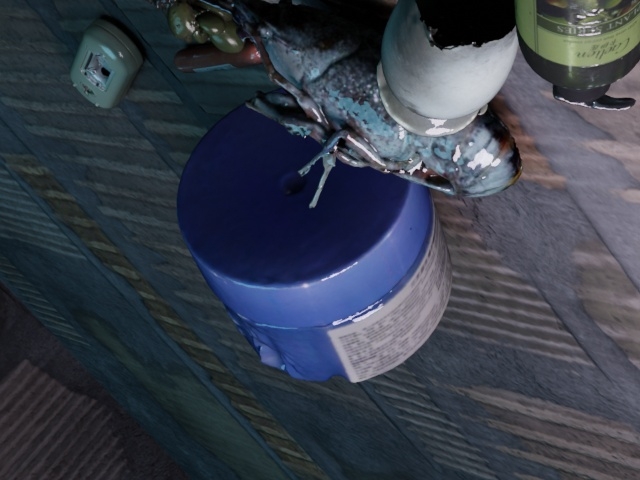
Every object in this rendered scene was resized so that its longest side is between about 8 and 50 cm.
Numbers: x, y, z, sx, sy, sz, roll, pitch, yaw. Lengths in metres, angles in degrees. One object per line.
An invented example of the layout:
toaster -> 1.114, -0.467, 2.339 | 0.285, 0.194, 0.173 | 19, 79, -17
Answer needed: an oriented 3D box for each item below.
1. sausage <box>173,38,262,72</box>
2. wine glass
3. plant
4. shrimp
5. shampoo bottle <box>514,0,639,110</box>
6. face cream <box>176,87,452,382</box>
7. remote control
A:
sausage -> -0.109, -0.200, 2.013 | 0.029, 0.029, 0.223 | 48, 160, -22
wine glass -> 0.108, -0.162, 1.542 | 0.111, 0.111, 0.204 | 39, 164, 6
plant -> -0.145, -0.255, 1.890 | 0.174, 0.087, 0.085 | 45, -163, -24
shrimp -> 0.011, -0.129, 1.719 | 0.372, 0.172, 0.137 | 26, 163, 20
shampoo bottle -> 0.191, -0.181, 1.352 | 0.101, 0.101, 0.284 | 33, 161, 22
face cream -> 0.000, 0.000, 1.906 | 0.249, 0.249, 0.225 | 29, 159, 31
remote control -> -0.267, -0.213, 2.273 | 0.078, 0.042, 0.221 | 41, 161, -4
